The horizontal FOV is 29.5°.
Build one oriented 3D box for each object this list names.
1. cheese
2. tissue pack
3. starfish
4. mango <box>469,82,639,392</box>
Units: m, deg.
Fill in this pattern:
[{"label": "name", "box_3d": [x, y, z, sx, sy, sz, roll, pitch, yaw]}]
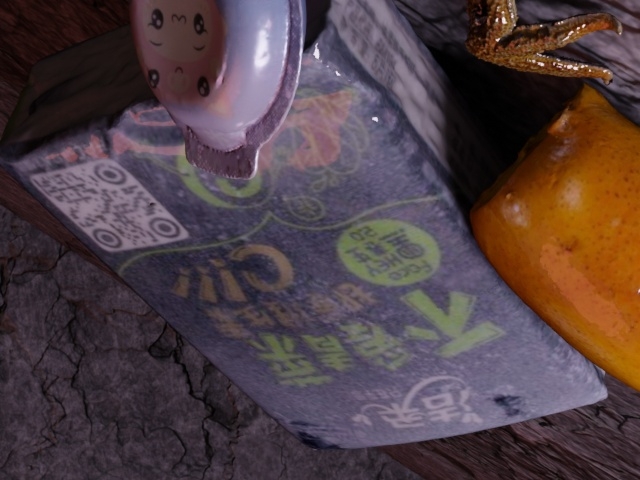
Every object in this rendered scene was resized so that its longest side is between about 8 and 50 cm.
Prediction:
[{"label": "cheese", "box_3d": [-0.057, -0.153, 0.642, 0.135, 0.052, 0.244, 15, 113, 42]}, {"label": "tissue pack", "box_3d": [0.000, 0.000, 0.878, 0.288, 0.124, 0.394, -14, 134, 34]}, {"label": "starfish", "box_3d": [0.107, -0.115, 0.695, 0.133, 0.041, 0.130, 35, 167, -9]}, {"label": "mango", "box_3d": [0.202, 0.025, 0.759, 0.252, 0.126, 0.154, 44, 180, -17]}]
